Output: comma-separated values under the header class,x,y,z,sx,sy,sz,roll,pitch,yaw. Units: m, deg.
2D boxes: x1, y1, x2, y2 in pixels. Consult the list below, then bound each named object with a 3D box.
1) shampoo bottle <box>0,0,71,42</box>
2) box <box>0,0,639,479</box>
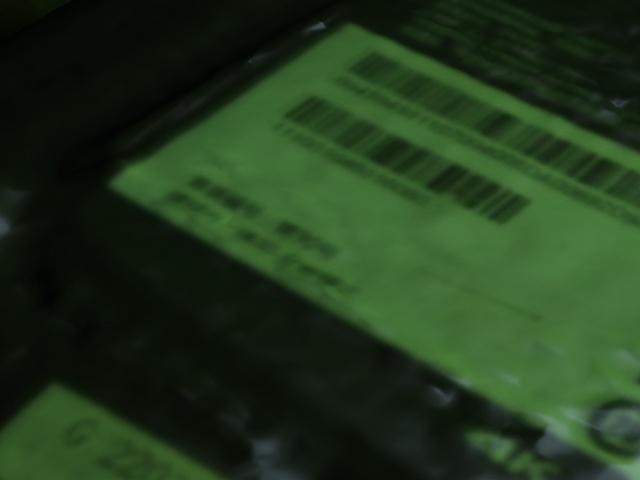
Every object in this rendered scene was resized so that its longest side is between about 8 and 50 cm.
class,x,y,z,sx,sy,sz,roll,pitch,yaw
shampoo bottle,-0.092,-0.244,0.854,0.317,0.323,0.322,8,9,40
box,0.045,0.023,0.437,0.359,0.091,0.350,29,49,32
